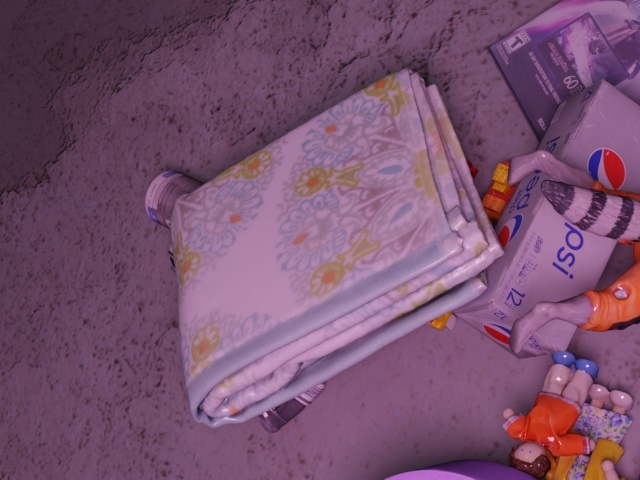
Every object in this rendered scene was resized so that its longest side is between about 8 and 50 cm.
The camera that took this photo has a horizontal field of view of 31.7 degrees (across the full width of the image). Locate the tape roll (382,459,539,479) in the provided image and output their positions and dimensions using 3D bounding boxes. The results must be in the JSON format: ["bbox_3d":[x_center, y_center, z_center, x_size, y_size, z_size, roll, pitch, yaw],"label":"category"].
[{"bbox_3d":[0.130,0.345,1.040,0.275,0.090,0.274,-2,87,34],"label":"tape roll"}]

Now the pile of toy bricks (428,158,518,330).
[{"bbox_3d":[0.141,-0.016,1.285,0.118,0.105,0.212,25,82,37],"label":"pile of toy bricks"}]

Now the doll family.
[{"bbox_3d":[0.300,0.225,1.078,0.263,0.118,0.163,13,57,31],"label":"doll family"}]

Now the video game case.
[{"bbox_3d":[0.351,-0.227,1.308,0.274,0.026,0.196,-32,55,16],"label":"video game case"}]

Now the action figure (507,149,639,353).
[{"bbox_3d":[0.339,0.052,1.004,0.330,0.178,0.341,6,46,-3],"label":"action figure"}]

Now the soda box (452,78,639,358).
[{"bbox_3d":[0.252,-0.022,1.174,0.286,0.098,0.091,-61,12,-20],"label":"soda box"}]

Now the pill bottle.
[{"bbox_3d":[-0.163,-0.039,1.501,0.137,0.078,0.078,24,82,38],"label":"pill bottle"}]

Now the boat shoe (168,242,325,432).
[{"bbox_3d":[-0.117,0.113,1.390,0.102,0.108,0.301,-46,59,3],"label":"boat shoe"}]

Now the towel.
[{"bbox_3d":[0.000,0.000,1.239,0.374,0.090,0.320,-29,41,16],"label":"towel"}]
